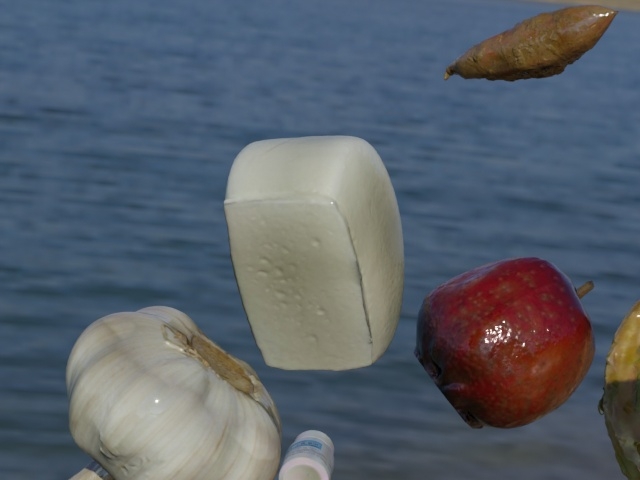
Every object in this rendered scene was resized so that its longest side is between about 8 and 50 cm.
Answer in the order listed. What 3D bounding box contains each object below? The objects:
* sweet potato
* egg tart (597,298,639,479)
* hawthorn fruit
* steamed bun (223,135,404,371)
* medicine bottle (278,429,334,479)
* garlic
[{"bbox_3d":[0.205,-0.188,1.660,0.206,0.068,0.060,-11,36,36],"label":"sweet potato"},{"bbox_3d":[0.381,0.140,1.428,0.288,0.288,0.118,5,-30,-5],"label":"egg tart"},{"bbox_3d":[0.239,0.119,2.039,0.249,0.215,0.215,-26,21,-20],"label":"hawthorn fruit"},{"bbox_3d":[0.000,0.000,1.672,0.146,0.242,0.164,0,36,19],"label":"steamed bun"},{"bbox_3d":[-0.012,0.231,1.721,0.052,0.052,0.089,7,16,5],"label":"medicine bottle"},{"bbox_3d":[-0.153,0.174,1.356,0.199,0.226,0.199,43,8,-8],"label":"garlic"}]
